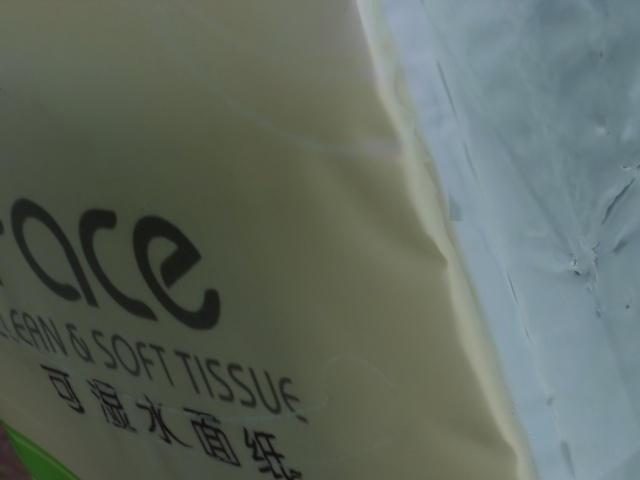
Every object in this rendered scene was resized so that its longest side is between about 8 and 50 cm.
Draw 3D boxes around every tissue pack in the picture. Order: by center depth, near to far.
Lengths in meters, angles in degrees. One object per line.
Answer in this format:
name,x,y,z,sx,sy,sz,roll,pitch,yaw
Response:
tissue pack,0.000,0.000,0.695,0.205,0.405,0.331,-34,115,-32
